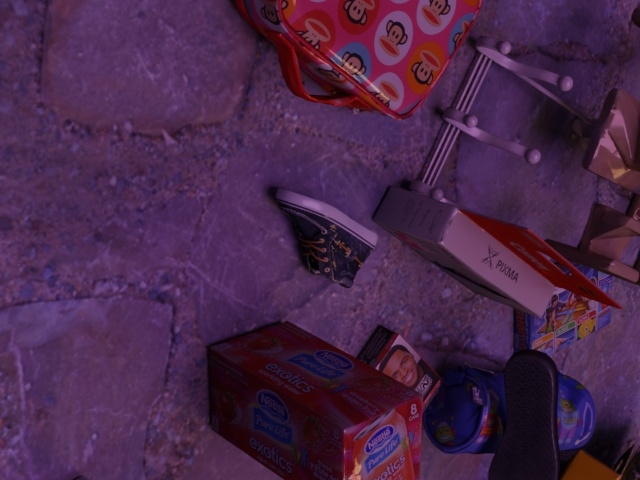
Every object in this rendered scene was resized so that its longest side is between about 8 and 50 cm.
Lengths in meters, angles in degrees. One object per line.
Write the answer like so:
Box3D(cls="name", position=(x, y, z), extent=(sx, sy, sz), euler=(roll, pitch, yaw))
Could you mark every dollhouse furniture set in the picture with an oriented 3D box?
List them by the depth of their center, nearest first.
Box3D(cls="dollhouse furniture set", position=(0.504, -0.110, 1.882), extent=(0.394, 0.256, 0.362), euler=(20, 92, -40))

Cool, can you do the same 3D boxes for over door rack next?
Box3D(cls="over door rack", position=(0.287, -0.112, 1.772), extent=(0.324, 0.108, 0.239), euler=(28, 87, -45))

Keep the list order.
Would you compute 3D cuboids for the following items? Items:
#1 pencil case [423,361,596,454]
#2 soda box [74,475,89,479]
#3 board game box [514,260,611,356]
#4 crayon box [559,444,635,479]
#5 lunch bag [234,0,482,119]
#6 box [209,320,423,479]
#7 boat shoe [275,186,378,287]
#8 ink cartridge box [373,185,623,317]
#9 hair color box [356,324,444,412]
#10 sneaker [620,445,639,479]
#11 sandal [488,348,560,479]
Box3D(cls="pencil case", position=(0.287, 0.254, 1.902), extent=(0.306, 0.119, 0.133), euler=(8, 85, -43))
Box3D(cls="soda box", position=(-0.330, 0.352, 1.407), extent=(0.216, 0.074, 0.069), euler=(-28, 123, -32))
Box3D(cls="board game box", position=(0.384, 0.099, 1.989), extent=(0.201, 0.035, 0.136), euler=(-21, 119, -36))
Box3D(cls="crayon box", position=(0.384, 0.456, 2.030), extent=(0.318, 0.081, 0.202), euler=(-56, 166, -12))
Box3D(cls="lunch bag", position=(0.043, -0.274, 1.478), extent=(0.293, 0.120, 0.258), euler=(36, 81, -44))
Box3D(cls="box", position=(-0.010, 0.206, 1.515), extent=(0.128, 0.257, 0.122), euler=(-17, 119, -37))
Box3D(cls="boat shoe", position=(0.000, 0.000, 1.580), extent=(0.183, 0.065, 0.083), euler=(29, 84, -45))
Box3D(cls="ink cartridge box", position=(0.239, 0.032, 1.688), extent=(0.275, 0.239, 0.060), euler=(33, 82, -44))
Box3D(cls="hair color box", position=(0.110, 0.187, 1.767), extent=(0.072, 0.043, 0.141), euler=(-54, 132, -11))
Box3D(cls="sneaker", position=(0.523, 0.499, 2.192), extent=(0.410, 0.158, 0.182), euler=(-57, 178, 16))
Box3D(cls="sandal", position=(0.298, 0.271, 1.775), extent=(0.054, 0.097, 0.254), euler=(-35, 134, -61))
